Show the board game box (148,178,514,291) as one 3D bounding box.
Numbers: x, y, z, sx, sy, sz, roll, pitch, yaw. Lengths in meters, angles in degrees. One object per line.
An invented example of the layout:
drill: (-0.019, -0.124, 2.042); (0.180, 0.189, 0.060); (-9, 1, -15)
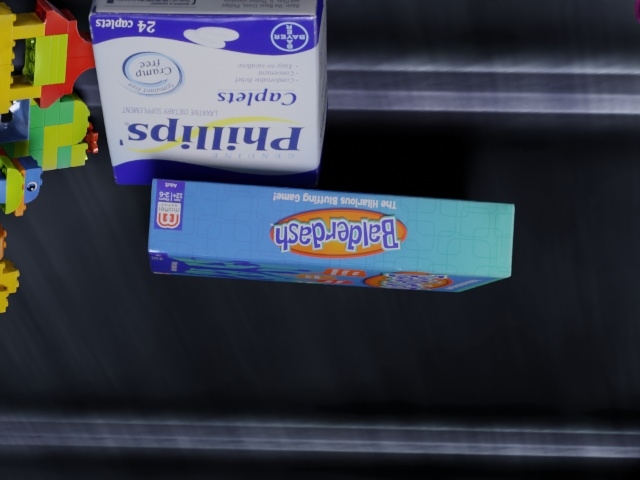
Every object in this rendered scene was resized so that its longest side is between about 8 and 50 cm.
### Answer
board game box: (0.000, 0.000, 0.959); (0.210, 0.047, 0.160); (3, 174, -5)

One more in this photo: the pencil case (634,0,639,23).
pencil case: (0.287, -0.135, 0.822); (0.236, 0.104, 0.104); (12, 138, -10)

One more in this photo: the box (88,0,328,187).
box: (-0.060, -0.101, 0.896); (0.126, 0.072, 0.137); (1, 139, 3)

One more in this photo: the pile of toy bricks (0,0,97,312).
pile of toy bricks: (-0.183, -0.063, 0.941); (0.105, 0.118, 0.212); (-10, 128, -29)
